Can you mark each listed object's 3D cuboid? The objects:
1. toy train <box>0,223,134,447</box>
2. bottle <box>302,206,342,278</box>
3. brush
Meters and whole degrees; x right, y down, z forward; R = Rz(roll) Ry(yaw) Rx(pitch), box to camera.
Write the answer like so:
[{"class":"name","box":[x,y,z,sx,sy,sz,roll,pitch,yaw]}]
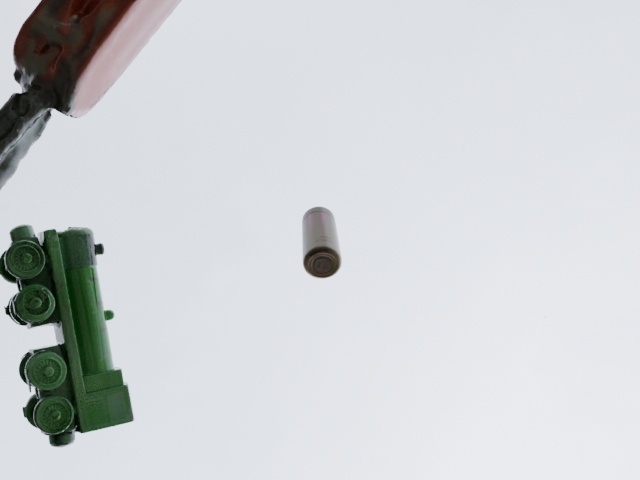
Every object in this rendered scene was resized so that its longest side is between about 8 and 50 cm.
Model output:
[{"class":"toy train","box":[-0.285,0.102,1.156,0.119,0.085,0.251,-9,-90,-25]},{"class":"bottle","box":[0.000,0.000,1.209,0.045,0.096,0.045,-2,-54,-2]},{"class":"brush","box":[-0.127,-0.157,0.653,0.051,0.070,0.323,32,-111,4]}]
